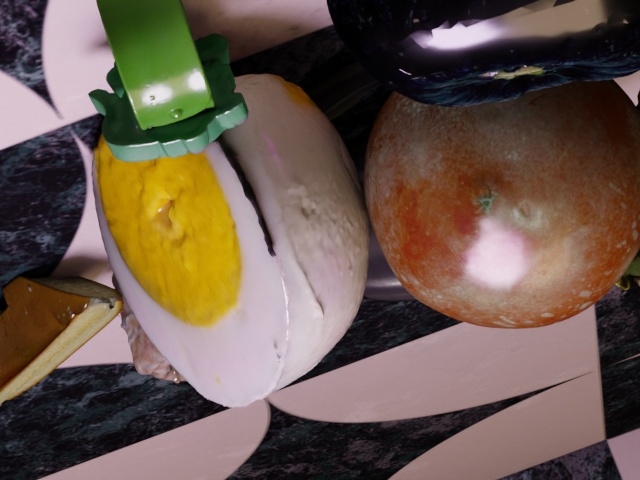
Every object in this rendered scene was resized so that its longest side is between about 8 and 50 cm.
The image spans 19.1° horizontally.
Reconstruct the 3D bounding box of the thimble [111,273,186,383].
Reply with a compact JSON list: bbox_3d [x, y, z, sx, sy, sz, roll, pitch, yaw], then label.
[{"bbox_3d":[-0.104,0.054,2.119,0.229,0.148,0.196,-25,160,21],"label":"thimble"}]

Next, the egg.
[{"bbox_3d":[-0.057,-0.017,1.800,0.201,0.337,0.337,-23,162,-28],"label":"egg"}]

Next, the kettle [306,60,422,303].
[{"bbox_3d":[0.117,-0.074,1.946,0.324,0.228,0.321,-25,131,20],"label":"kettle"}]

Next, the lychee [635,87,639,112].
[{"bbox_3d":[0.544,-0.129,1.837,0.500,0.425,0.424,-17,162,27],"label":"lychee"}]

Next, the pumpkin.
[{"bbox_3d":[0.158,-0.240,1.530,0.315,0.238,0.315,-4,169,-1],"label":"pumpkin"}]

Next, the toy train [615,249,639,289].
[{"bbox_3d":[0.382,-0.013,2.385,0.225,0.137,0.090,10,143,-44],"label":"toy train"}]

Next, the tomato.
[{"bbox_3d":[0.166,-0.047,1.724,0.270,0.270,0.222,-26,-173,17],"label":"tomato"}]

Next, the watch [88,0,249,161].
[{"bbox_3d":[-0.146,-0.159,1.612,0.131,0.165,0.152,-19,134,1],"label":"watch"}]

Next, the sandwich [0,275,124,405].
[{"bbox_3d":[-0.315,0.095,2.120,0.090,0.088,0.244,-7,153,-50],"label":"sandwich"}]
